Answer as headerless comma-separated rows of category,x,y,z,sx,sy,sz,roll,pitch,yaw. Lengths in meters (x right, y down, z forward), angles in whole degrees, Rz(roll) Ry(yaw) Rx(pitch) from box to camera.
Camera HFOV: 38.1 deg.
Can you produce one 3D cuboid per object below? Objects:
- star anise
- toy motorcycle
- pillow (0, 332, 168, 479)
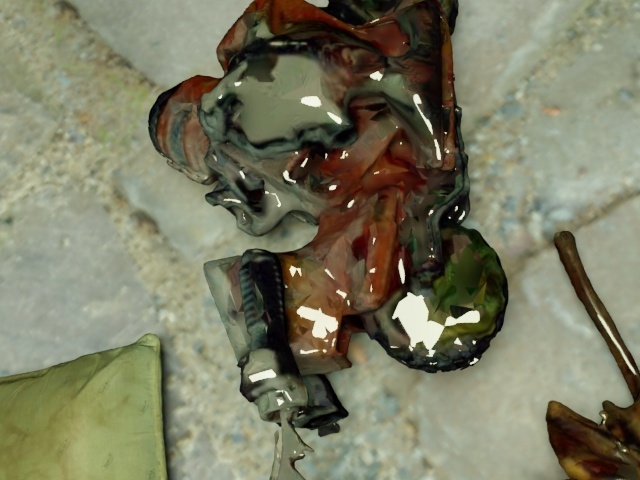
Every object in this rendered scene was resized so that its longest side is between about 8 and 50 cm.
star anise,0.196,0.110,0.497,0.177,0.073,0.234,13,64,9
toy motorcycle,0.000,0.000,0.531,0.207,0.134,0.401,-8,69,7
pillow,-0.230,0.170,0.541,0.302,0.075,0.185,-13,68,4
